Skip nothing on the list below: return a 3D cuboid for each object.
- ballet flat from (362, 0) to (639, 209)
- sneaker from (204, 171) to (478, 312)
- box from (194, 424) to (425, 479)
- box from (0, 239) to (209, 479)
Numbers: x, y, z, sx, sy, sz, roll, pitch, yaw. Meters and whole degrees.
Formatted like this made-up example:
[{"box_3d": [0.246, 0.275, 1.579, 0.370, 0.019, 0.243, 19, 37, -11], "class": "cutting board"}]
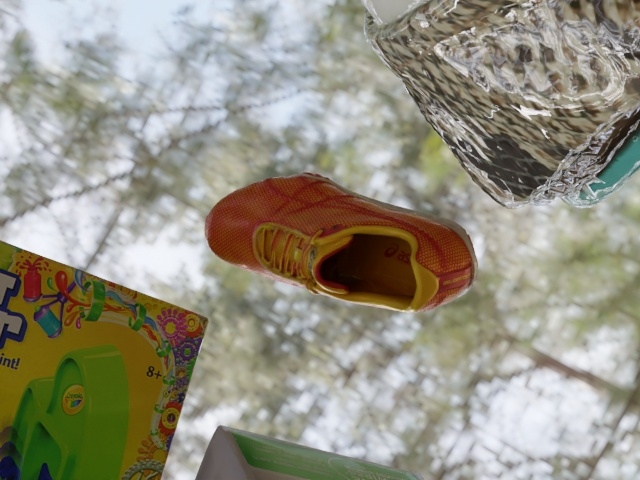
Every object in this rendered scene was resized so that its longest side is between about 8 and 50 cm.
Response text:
[{"box_3d": [0.076, -0.124, 0.380, 0.182, 0.483, 0.164, 25, -102, -9], "class": "ballet flat"}, {"box_3d": [0.000, 0.000, 0.948, 0.067, 0.175, 0.064, -14, -73, -50], "class": "sneaker"}, {"box_3d": [-0.011, 0.259, 0.809, 0.126, 0.231, 0.262, 16, -75, -21], "class": "box"}, {"box_3d": [-0.261, 0.126, 0.990, 0.290, 0.177, 0.279, 22, -102, -32], "class": "box"}]
